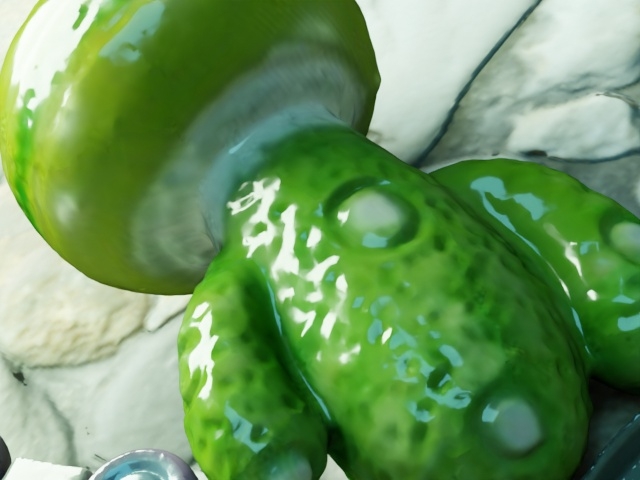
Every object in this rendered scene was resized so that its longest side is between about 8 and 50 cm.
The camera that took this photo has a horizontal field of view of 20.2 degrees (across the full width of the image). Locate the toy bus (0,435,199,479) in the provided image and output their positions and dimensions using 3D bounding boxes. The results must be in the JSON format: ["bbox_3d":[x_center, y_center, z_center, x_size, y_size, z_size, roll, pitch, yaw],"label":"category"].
[{"bbox_3d":[-0.112,0.164,0.710,0.202,0.142,0.142,6,54,29],"label":"toy bus"}]

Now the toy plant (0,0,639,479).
[{"bbox_3d":[0.000,0.000,0.790,0.224,0.184,0.316,-29,53,-26],"label":"toy plant"}]

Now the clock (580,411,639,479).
[{"bbox_3d":[0.190,0.133,0.658,0.215,0.042,0.215,-14,47,15],"label":"clock"}]
